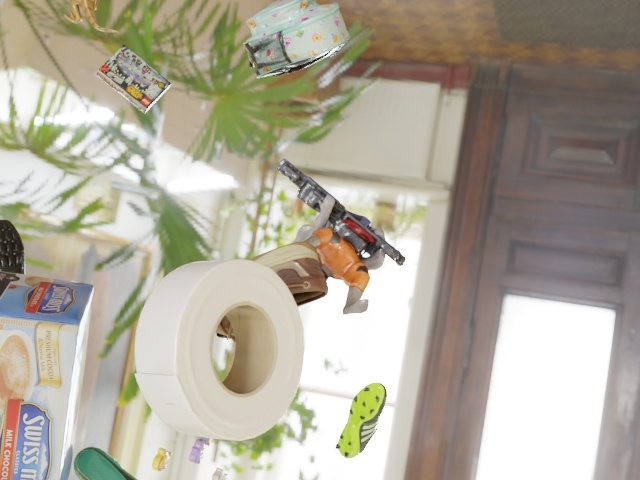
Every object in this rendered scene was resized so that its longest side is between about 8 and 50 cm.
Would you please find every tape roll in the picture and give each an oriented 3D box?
[{"bbox_3d":[-0.154,0.172,1.497,0.100,0.286,0.286,-3,166,40],"label":"tape roll"}]

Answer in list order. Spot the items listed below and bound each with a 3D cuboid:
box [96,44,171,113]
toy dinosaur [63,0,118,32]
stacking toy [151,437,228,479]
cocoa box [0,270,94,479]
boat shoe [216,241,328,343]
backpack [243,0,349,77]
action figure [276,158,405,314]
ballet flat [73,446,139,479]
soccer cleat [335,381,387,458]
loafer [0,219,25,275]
[{"bbox_3d":[-0.413,-0.358,2.097,0.137,0.094,0.027,38,150,-6],"label":"box"},{"bbox_3d":[-0.402,-0.409,1.606,0.064,0.211,0.112,-13,164,-19],"label":"toy dinosaur"},{"bbox_3d":[-0.262,0.438,2.133,0.167,0.221,0.052,14,156,20],"label":"stacking toy"},{"bbox_3d":[-0.492,0.242,1.466,0.228,0.347,0.231,8,-169,-9],"label":"cocoa box"},{"bbox_3d":[-0.149,0.122,1.674,0.342,0.123,0.123,-22,152,-3],"label":"boat shoe"},{"bbox_3d":[-0.044,-0.414,1.875,0.189,0.144,0.166,-5,-158,24],"label":"backpack"},{"bbox_3d":[0.000,0.000,1.961,0.341,0.178,0.330,40,-165,-2],"label":"action figure"},{"bbox_3d":[-0.348,0.470,1.724,0.247,0.083,0.087,42,165,8],"label":"ballet flat"},{"bbox_3d":[0.086,0.333,1.774,0.060,0.178,0.072,40,-151,30],"label":"soccer cleat"},{"bbox_3d":[-0.651,0.068,1.962,0.076,0.223,0.078,-8,169,-32],"label":"loafer"}]
